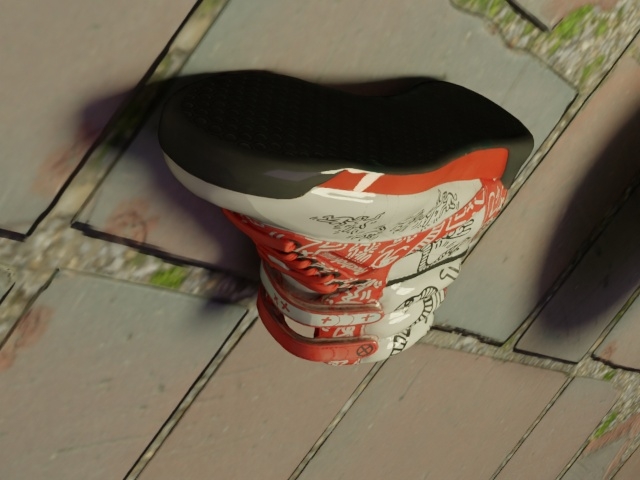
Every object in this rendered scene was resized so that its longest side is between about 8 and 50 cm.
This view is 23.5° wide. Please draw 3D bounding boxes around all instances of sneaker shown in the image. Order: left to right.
[{"bbox_3d":[0.001,0.001,0.744,0.270,0.090,0.145,-9,132,-57],"label":"sneaker"}]
